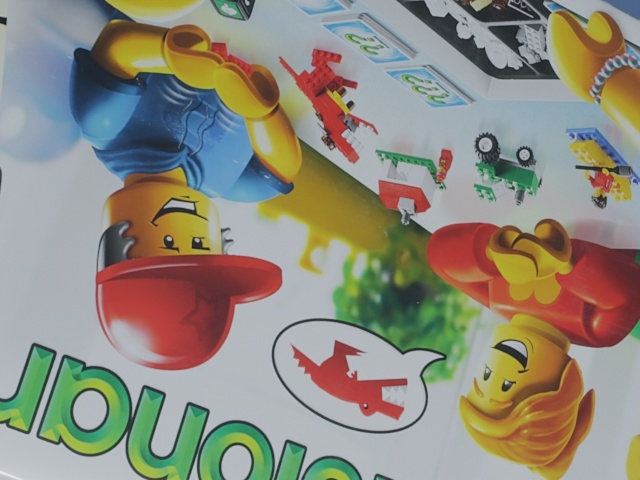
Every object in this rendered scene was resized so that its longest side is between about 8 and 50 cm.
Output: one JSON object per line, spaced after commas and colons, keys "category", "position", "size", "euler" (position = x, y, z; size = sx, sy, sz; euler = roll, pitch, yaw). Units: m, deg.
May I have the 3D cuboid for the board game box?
{"category": "board game box", "position": [0.000, 0.000, 0.502], "size": [0.053, 0.305, 0.193], "euler": [-16, -126, 61]}
